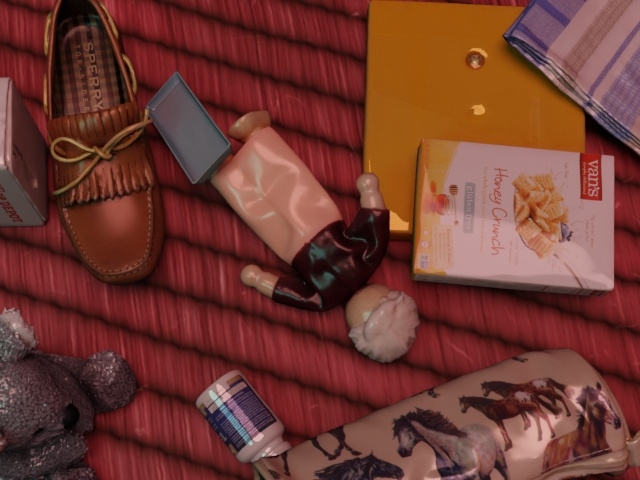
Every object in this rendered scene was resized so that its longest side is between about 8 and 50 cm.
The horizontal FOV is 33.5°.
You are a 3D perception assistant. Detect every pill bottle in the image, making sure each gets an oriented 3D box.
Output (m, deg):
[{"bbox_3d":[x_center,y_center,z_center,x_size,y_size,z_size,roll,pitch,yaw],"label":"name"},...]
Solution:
[{"bbox_3d":[-0.084,0.215,1.233,0.067,0.067,0.120,-38,77,-12],"label":"pill bottle"}]

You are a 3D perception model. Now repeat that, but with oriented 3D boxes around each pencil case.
[{"bbox_3d":[0.142,0.251,1.161,0.410,0.160,0.183,-19,44,-12],"label":"pencil case"}]

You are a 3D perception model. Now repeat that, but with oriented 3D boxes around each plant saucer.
[{"bbox_3d":[-0.163,-0.140,1.316,0.067,0.018,0.192,-47,43,9],"label":"plant saucer"}]

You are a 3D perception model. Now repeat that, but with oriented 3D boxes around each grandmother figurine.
[{"bbox_3d":[0.000,0.000,1.291,0.208,0.104,0.342,-42,80,23],"label":"grandmother figurine"}]

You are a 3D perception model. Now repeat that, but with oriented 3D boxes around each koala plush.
[{"bbox_3d":[-0.333,0.182,1.156,0.203,0.221,0.196,16,73,4],"label":"koala plush"}]

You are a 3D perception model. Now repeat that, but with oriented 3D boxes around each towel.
[{"bbox_3d":[0.395,-0.239,1.373,0.285,0.034,0.209,39,67,-1],"label":"towel"}]

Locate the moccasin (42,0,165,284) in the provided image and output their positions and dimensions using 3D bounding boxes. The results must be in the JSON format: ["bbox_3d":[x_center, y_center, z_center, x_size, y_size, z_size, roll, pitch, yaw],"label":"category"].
[{"bbox_3d":[-0.267,-0.131,1.298,0.139,0.147,0.380,-6,72,-3],"label":"moccasin"}]

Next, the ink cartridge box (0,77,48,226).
[{"bbox_3d":[-0.478,-0.097,1.252,0.278,0.201,0.117,-1,72,-2],"label":"ink cartridge box"}]

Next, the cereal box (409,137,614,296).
[{"bbox_3d":[0.233,-0.028,1.286,0.240,0.047,0.173,4,75,-1],"label":"cereal box"}]

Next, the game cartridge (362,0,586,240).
[{"bbox_3d":[0.196,-0.152,1.372,0.285,0.052,0.323,3,75,0],"label":"game cartridge"}]
